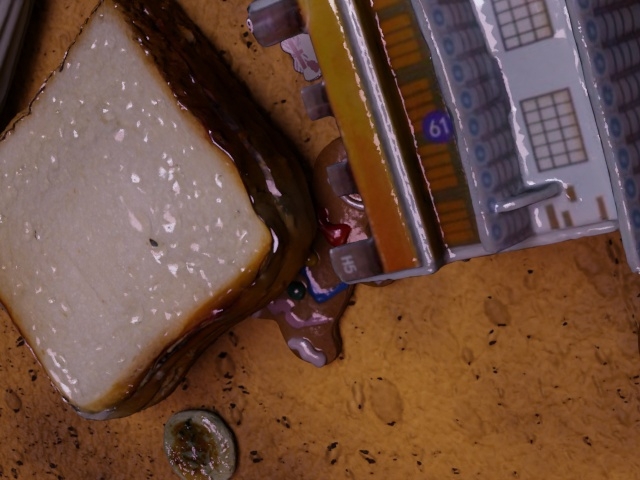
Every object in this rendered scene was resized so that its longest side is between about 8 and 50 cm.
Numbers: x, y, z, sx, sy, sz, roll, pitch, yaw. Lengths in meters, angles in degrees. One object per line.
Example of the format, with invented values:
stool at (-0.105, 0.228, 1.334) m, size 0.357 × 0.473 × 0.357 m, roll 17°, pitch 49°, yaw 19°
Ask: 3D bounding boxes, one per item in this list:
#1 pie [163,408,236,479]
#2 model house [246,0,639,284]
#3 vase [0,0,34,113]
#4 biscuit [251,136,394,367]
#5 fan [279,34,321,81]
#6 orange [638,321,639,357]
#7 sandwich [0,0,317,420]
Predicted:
pie at (-0.115, 0.200, 0.823) m, size 0.085 × 0.017 × 0.085 m, roll 7°, pitch 108°, yaw 24°
model house at (0.111, -0.093, 0.530) m, size 0.215 × 0.198 × 0.224 m, roll -13°, pitch 99°, yaw 33°
vase at (-0.341, -0.143, 0.778) m, size 0.128 × 0.128 × 0.248 m, roll 41°, pitch 108°, yaw 10°
biscuit at (0.000, 0.000, 0.707) m, size 0.138 × 0.031 × 0.205 m, roll 38°, pitch 115°, yaw 11°
fan at (0.006, -0.162, 0.671) m, size 0.083 × 0.004 × 0.056 m, roll -31°, pitch 90°, yaw 29°
orange at (0.279, 0.065, 0.532) m, size 0.155 × 0.154 × 0.134 m, roll 19°, pitch 70°, yaw 19°
sandwich at (-0.160, -0.019, 0.728) m, size 0.301 × 0.099 × 0.271 m, roll -42°, pitch 80°, yaw 28°
